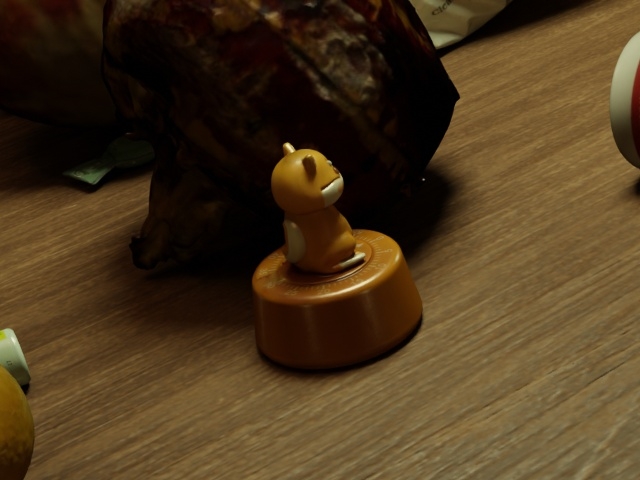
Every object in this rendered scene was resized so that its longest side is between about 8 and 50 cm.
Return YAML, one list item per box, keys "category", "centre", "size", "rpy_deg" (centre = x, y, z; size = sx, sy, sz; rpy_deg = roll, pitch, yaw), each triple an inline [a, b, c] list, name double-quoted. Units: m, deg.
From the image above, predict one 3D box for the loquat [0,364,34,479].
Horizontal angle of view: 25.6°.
- category: "loquat"
  centre: [-0.258, 0.128, 0.934]
  size: [0.141, 0.141, 0.141]
  rpy_deg: [-11, 25, 5]

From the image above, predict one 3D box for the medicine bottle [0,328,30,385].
- category: "medicine bottle"
  centre: [-0.271, 0.103, 1.096]
  size: [0.083, 0.047, 0.047]
  rpy_deg: [-20, 26, -16]

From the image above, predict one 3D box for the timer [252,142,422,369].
- category: "timer"
  centre: [0.000, 0.000, 1.058]
  size: [0.132, 0.152, 0.132]
  rpy_deg: [-11, 25, 5]

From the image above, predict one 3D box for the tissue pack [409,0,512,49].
- category: "tissue pack"
  centre: [0.114, -0.349, 1.714]
  size: [0.375, 0.195, 0.390]
  rpy_deg: [-37, 28, -5]

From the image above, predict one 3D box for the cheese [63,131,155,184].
- category: "cheese"
  centre: [-0.211, -0.091, 1.500]
  size: [0.121, 0.026, 0.067]
  rpy_deg: [-29, 29, -32]

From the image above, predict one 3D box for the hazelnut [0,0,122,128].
- category: "hazelnut"
  centre: [-0.204, -0.301, 1.561]
  size: [0.429, 0.402, 0.402]
  rpy_deg: [-18, 24, 6]

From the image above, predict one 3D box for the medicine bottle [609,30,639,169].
- category: "medicine bottle"
  centre: [0.369, -0.109, 1.136]
  size: [0.250, 0.131, 0.131]
  rpy_deg: [8, 32, 39]

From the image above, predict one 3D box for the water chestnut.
- category: "water chestnut"
  centre: [-0.063, -0.121, 1.217]
  size: [0.347, 0.335, 0.335]
  rpy_deg: [-45, 27, 3]
